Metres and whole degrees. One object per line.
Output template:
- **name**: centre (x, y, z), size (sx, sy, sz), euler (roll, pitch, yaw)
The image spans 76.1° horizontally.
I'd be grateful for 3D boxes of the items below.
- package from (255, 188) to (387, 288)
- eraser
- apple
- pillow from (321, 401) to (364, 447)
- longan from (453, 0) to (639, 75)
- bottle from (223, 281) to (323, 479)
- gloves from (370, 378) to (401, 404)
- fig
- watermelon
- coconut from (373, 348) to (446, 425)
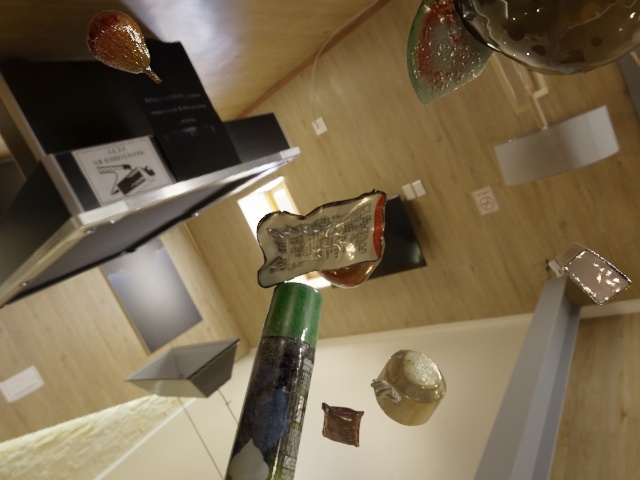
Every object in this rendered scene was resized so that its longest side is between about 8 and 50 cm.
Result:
- **package**: centre (0.000, 0.000, 0.683), size (0.232, 0.166, 0.040), euler (-15, -135, -14)
- **eraser**: centre (0.701, 0.075, 1.075), size (0.086, 0.130, 0.287), euler (-49, 164, 20)
- **apple**: centre (0.062, 0.021, 1.022), size (0.188, 0.174, 0.188), euler (-54, 180, 0)
- **pillow**: centre (0.055, 0.497, 1.093), size (0.118, 0.185, 0.043), euler (10, -143, 15)
- **longan**: centre (0.482, -0.524, 0.801), size (0.404, 0.403, 0.436), euler (-29, -147, -28)
- **bottle**: centre (-0.063, 0.222, 0.602), size (0.093, 0.093, 0.330), euler (-21, -135, 38)
- **gloves**: centre (0.143, 0.324, 0.874), size (0.037, 0.081, 0.044), euler (-62, -173, -20)
- **fig**: centre (-0.420, -0.395, 0.858), size (0.119, 0.153, 0.119), euler (-12, -150, 7)
- **watermelon**: centre (0.350, -0.498, 1.092), size (0.214, 0.289, 0.320), euler (22, 173, 38)
- **coconut**: centre (0.271, 0.457, 1.262), size (0.202, 0.202, 0.222), euler (-32, 147, -48)
